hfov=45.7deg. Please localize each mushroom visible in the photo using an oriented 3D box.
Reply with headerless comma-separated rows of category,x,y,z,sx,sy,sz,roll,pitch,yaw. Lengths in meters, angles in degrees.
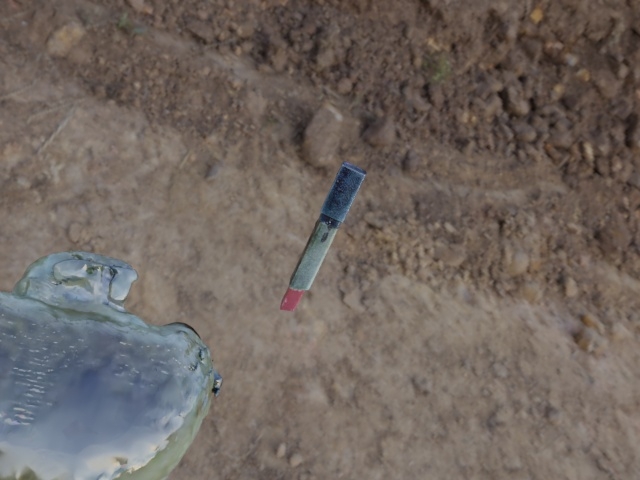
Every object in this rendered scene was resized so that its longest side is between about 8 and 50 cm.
mushroom,-0.243,0.120,0.638,0.344,0.247,0.130,31,-4,-30

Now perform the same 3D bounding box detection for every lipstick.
lipstick,0.000,0.000,1.453,0.051,0.312,0.051,24,15,-3
